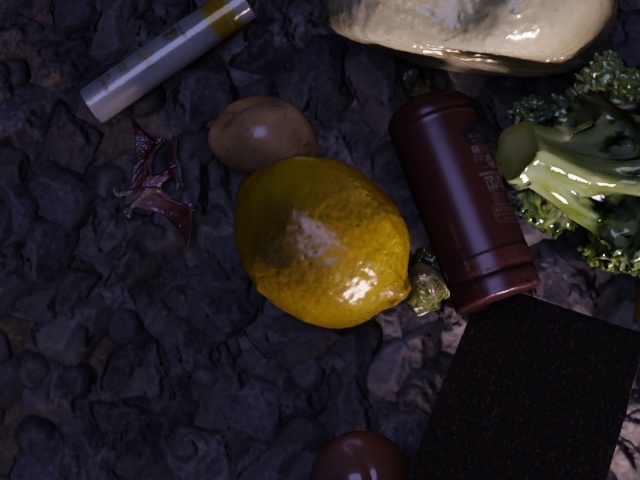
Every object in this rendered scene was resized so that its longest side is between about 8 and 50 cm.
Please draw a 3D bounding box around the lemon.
[{"bbox_3d":[0.000,0.000,1.464,0.260,0.204,0.204,38,89,15],"label":"lemon"}]

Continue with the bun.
[{"bbox_3d":[0.184,-0.326,1.422,0.349,0.352,0.227,7,93,-15],"label":"bun"}]

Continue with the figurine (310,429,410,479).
[{"bbox_3d":[0.134,0.406,1.354,0.388,0.277,0.248,14,112,20],"label":"figurine"}]

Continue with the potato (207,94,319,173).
[{"bbox_3d":[-0.078,-0.137,1.550,0.147,0.112,0.112,3,81,17],"label":"potato"}]

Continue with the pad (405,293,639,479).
[{"bbox_3d":[0.252,0.205,1.405,0.220,0.004,0.330,19,54,12],"label":"pad"}]

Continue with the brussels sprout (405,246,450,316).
[{"bbox_3d":[0.131,0.046,1.511,0.085,0.058,0.085,-6,63,12],"label":"brussels sprout"}]

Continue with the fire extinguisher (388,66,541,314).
[{"bbox_3d":[0.169,-0.080,1.483,0.114,0.135,0.337,-21,78,11],"label":"fire extinguisher"}]

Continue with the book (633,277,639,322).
[{"bbox_3d":[0.469,-0.044,1.408,0.020,0.208,0.295,12,81,-25],"label":"book"}]

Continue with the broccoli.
[{"bbox_3d":[0.341,-0.095,1.394,0.260,0.288,0.235,40,53,-20],"label":"broccoli"}]

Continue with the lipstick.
[{"bbox_3d":[-0.212,-0.257,1.614,0.264,0.059,0.059,-34,77,2],"label":"lipstick"}]

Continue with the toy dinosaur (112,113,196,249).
[{"bbox_3d":[-0.230,-0.081,1.603,0.108,0.032,0.220,-29,75,7],"label":"toy dinosaur"}]
